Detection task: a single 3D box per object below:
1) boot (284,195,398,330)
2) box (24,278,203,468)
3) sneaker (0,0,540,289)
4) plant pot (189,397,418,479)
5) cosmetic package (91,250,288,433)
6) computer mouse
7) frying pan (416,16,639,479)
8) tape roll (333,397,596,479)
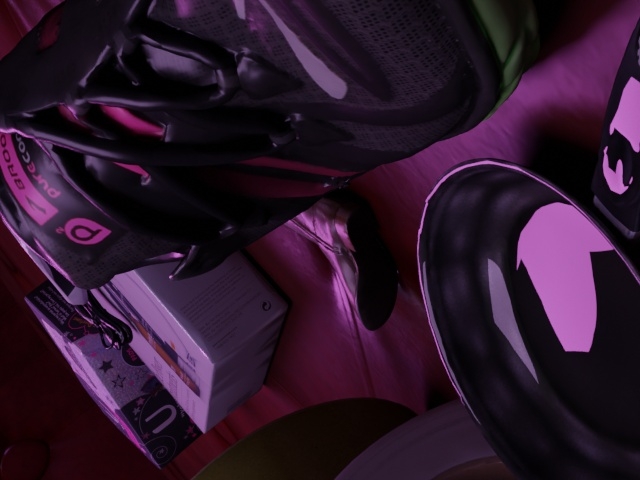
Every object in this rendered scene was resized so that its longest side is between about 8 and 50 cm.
[{"bbox_3d":[0.000,0.000,0.856,0.114,0.037,0.106,27,139,45],"label":"boot"},{"bbox_3d":[-0.243,0.148,1.603,0.163,0.142,0.247,34,157,44],"label":"box"},{"bbox_3d":[-0.052,-0.063,0.573,0.185,0.202,0.483,49,163,3],"label":"sneaker"},{"bbox_3d":[0.045,0.316,0.911,0.293,0.275,0.275,51,168,41],"label":"plant pot"},{"bbox_3d":[-0.173,0.038,1.283,0.284,0.097,0.377,50,163,11],"label":"cosmetic package"},{"bbox_3d":[-0.252,0.029,1.238,0.106,0.042,0.193,46,169,36],"label":"computer mouse"},{"bbox_3d":[0.108,-0.004,0.556,0.197,0.053,0.326,38,143,47],"label":"frying pan"},{"bbox_3d":[0.116,0.223,0.680,0.246,0.246,0.169,27,152,52],"label":"tape roll"}]
